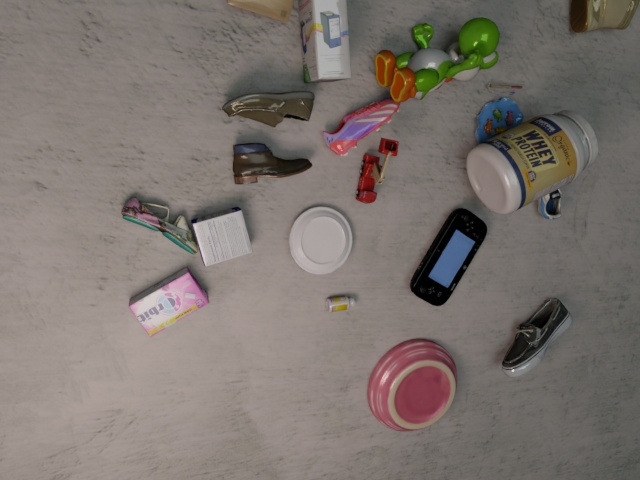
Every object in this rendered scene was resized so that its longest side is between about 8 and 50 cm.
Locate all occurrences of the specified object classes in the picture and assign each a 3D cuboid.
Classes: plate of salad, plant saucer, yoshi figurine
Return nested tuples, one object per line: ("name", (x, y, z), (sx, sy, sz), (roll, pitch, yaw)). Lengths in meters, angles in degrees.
("plate of salad", (0.000, 0.000, 1.472), (0.200, 0.048, 0.199), (-1, 93, -22))
("plant saucer", (0.323, 0.499, 1.677), (0.332, 0.084, 0.332), (-4, 103, -17))
("yoshi figurine", (0.347, -0.520, 1.391), (0.362, 0.203, 0.203), (-20, 102, -16))

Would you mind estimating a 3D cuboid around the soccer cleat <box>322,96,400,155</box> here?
("soccer cleat", (0.120, -0.341, 1.417), (0.248, 0.083, 0.095), (-40, 107, -3))

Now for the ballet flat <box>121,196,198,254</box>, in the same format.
("ballet flat", (-0.408, -0.045, 1.319), (0.222, 0.077, 0.079), (31, 72, -22))

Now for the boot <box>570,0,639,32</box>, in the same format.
("boot", (0.890, -0.789, 1.555), (0.204, 0.095, 0.261), (-9, 107, -16))

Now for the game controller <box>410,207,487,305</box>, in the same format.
("game controller", (0.415, 0.056, 1.612), (0.166, 0.067, 0.319), (29, 93, -22))

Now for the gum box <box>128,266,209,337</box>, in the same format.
("gum box", (-0.408, 0.163, 1.366), (0.188, 0.062, 0.107), (-31, 110, -9))

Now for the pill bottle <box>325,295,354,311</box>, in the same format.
("pill bottle", (0.061, 0.194, 1.539), (0.083, 0.043, 0.043), (-5, 104, -17))

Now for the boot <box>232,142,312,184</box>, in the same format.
("boot", (-0.133, -0.222, 1.357), (0.219, 0.082, 0.106), (-13, 109, -13))

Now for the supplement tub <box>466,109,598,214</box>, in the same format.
("supplement tub", (0.630, -0.239, 1.502), (0.316, 0.228, 0.228), (-27, 109, -8))

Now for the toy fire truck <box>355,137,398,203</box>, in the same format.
("toy fire truck", (0.159, -0.195, 1.430), (0.047, 0.135, 0.192), (7, 100, -20))

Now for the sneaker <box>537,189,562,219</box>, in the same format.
("sneaker", (0.757, -0.182, 1.660), (0.085, 0.086, 0.237), (-21, 107, -11))

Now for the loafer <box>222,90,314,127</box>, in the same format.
("loafer", (-0.131, -0.343, 1.322), (0.251, 0.094, 0.087), (-9, 101, -16))

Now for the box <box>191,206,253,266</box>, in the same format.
("box", (-0.269, -0.012, 1.366), (0.137, 0.072, 0.126), (-17, 108, -15))

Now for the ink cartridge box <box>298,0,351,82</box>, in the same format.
("ink cartridge box", (0.008, -0.522, 1.293), (0.093, 0.154, 0.212), (-7, 106, -15))

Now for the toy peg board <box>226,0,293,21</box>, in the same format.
("toy peg board", (-0.143, -0.660, 1.265), (0.161, 0.079, 0.160), (9, 115, -20))

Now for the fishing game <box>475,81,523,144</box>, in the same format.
("fishing game", (0.572, -0.359, 1.582), (0.189, 0.041, 0.264), (-3, 103, -20))

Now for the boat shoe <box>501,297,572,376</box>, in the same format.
("boat shoe", (0.745, 0.334, 1.773), (0.335, 0.121, 0.119), (-41, 104, -17))
